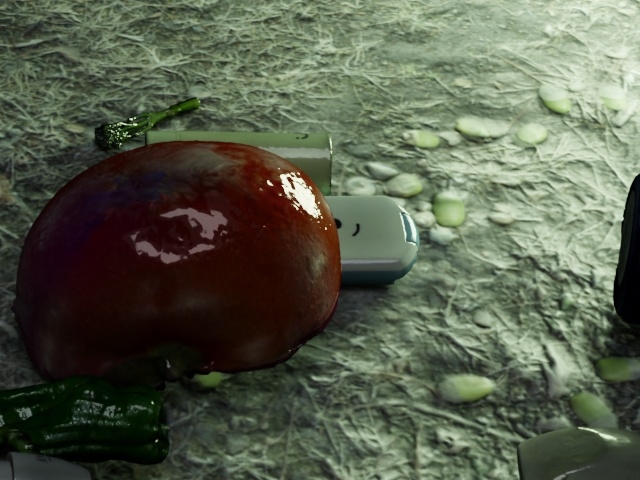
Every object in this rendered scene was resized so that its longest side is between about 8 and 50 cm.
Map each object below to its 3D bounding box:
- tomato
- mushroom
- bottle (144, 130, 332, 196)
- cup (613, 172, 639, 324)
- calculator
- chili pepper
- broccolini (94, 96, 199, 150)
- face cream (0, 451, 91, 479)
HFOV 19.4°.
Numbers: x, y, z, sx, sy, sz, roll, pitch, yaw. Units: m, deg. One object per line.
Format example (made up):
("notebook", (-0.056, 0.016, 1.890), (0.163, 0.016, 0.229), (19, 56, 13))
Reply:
("tomato", (-0.152, -0.010, 1.842), (0.335, 0.176, 0.289), (-8, 41, 2))
("mushroom", (0.308, 0.234, 1.724), (0.270, 0.103, 0.118), (7, 43, -7))
("bottle", (-0.090, -0.083, 2.033), (0.201, 0.072, 0.072), (1, 43, -8))
("cup", (0.445, -0.014, 1.940), (0.256, 0.178, 0.255), (9, 58, 4))
("calculator", (0.000, 0.000, 1.980), (0.210, 0.039, 0.121), (0, 41, -7))
("chili pepper", (-0.262, 0.169, 1.724), (0.253, 0.083, 0.099), (-3, 10, 3))
("broccolini", (-0.197, -0.135, 2.116), (0.140, 0.030, 0.035), (-26, 16, -37))
("face cream", (-0.253, 0.233, 1.652), (0.095, 0.091, 0.091), (3, 42, -17))
